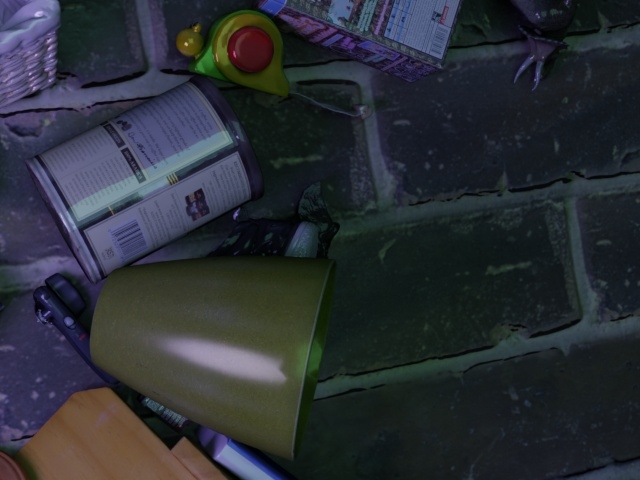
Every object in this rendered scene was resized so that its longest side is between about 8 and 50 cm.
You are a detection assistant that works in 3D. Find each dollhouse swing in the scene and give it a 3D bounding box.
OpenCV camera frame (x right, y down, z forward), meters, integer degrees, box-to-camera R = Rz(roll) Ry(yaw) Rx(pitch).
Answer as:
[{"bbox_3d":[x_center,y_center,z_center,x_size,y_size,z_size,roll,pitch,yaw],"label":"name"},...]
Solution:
[{"bbox_3d":[-0.271,0.441,1.520,0.347,0.305,0.315,-48,132,-9],"label":"dollhouse swing"}]

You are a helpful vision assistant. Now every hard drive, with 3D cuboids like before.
[{"bbox_3d":[-0.035,0.376,1.549,0.319,0.210,0.040,39,81,-12],"label":"hard drive"}]

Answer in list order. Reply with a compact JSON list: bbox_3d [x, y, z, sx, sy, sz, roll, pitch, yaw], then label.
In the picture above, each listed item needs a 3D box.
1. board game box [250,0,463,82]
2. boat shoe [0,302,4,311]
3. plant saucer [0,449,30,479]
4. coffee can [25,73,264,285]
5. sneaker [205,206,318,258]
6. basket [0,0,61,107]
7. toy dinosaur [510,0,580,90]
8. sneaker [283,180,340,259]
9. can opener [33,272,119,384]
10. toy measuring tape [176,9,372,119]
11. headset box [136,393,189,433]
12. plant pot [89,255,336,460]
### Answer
[{"bbox_3d":[0.069,-0.409,1.636,0.291,0.141,0.232,20,83,-15],"label":"board game box"},{"bbox_3d":[-0.584,0.157,1.439,0.158,0.127,0.340,40,78,-4],"label":"boat shoe"},{"bbox_3d":[-0.491,0.378,1.452,0.200,0.037,0.200,-5,65,11],"label":"plant saucer"},{"bbox_3d":[-0.248,-0.088,1.506,0.275,0.201,0.201,-29,96,-15],"label":"coffee can"},{"bbox_3d":[-0.107,0.080,1.601,0.153,0.101,0.268,19,102,7],"label":"sneaker"},{"bbox_3d":[-0.543,-0.304,1.366,0.328,0.266,0.331,-30,84,-15],"label":"basket"},{"bbox_3d":[0.356,-0.423,1.732,0.160,0.121,0.313,-31,101,-28],"label":"toy dinosaur"},{"bbox_3d":[0.000,0.000,1.653,0.089,0.051,0.170,-30,94,-12],"label":"sneaker"},{"bbox_3d":[-0.352,0.136,1.544,0.073,0.059,0.186,-37,98,-14],"label":"can opener"},{"bbox_3d":[-0.060,-0.277,1.617,0.330,0.121,0.121,13,85,-23],"label":"toy measuring tape"},{"bbox_3d":[-0.230,0.252,1.574,0.083,0.062,0.032,40,79,-11],"label":"headset box"},{"bbox_3d":[-0.149,0.131,1.427,0.294,0.275,0.274,11,85,4],"label":"plant pot"}]
